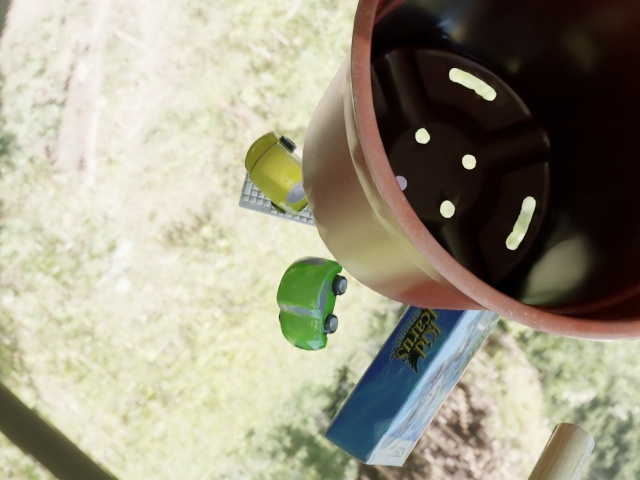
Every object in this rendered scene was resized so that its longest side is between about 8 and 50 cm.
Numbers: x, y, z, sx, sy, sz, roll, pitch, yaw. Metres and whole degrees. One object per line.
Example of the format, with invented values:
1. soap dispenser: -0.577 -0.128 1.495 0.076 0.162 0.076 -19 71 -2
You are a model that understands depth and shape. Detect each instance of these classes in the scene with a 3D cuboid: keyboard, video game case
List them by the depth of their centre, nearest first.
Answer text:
1. video game case: 0.125 0.131 1.352 0.269 0.061 0.244 -56 164 -2
2. keyboard: 0.004 -0.053 1.826 0.014 0.256 0.072 134 -31 -75

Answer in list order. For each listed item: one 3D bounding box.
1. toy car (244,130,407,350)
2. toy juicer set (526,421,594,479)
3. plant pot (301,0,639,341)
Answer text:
1. toy car: 0.000 0.000 1.207 0.053 0.239 0.225 20 81 -60
2. toy juicer set: 0.236 0.229 0.821 0.089 0.329 0.209 -3 -115 50
3. plant pot: 0.114 -0.064 0.753 0.272 0.272 0.265 -48 -175 -15
